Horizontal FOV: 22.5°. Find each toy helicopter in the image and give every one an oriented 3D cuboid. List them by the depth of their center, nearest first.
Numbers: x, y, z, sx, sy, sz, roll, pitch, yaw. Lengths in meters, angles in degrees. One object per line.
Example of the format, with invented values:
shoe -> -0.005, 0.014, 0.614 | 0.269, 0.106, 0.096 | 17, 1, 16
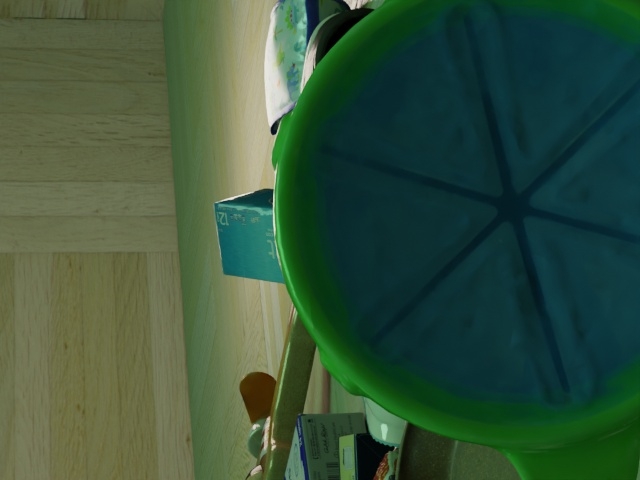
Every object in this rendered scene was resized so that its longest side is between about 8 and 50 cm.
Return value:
toy helicopter -> -0.040, 0.212, 1.883 | 0.235, 0.140, 0.355 | -104, 26, -83

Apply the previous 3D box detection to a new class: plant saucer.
plant saucer -> 0.118, 0.132, 1.028 | 0.198, 0.036, 0.198 | -41, 39, 45

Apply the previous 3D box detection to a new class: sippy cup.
sippy cup -> 0.092, -0.007, 0.867 | 0.224, 0.240, 0.305 | 98, -166, -84

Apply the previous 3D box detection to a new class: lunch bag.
lunch bag -> -0.011, -0.187, 1.693 | 0.151, 0.096, 0.129 | 94, 174, -80

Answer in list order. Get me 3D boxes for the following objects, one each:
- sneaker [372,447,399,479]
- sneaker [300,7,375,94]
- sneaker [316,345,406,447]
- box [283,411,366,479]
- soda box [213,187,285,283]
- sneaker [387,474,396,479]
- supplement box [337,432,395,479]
sneaker -> 0.076, 0.210, 1.340 | 0.064, 0.067, 0.175 | -64, -6, 0
sneaker -> 0.022, -0.080, 1.483 | 0.147, 0.105, 0.295 | 136, 138, -82
sneaker -> 0.057, 0.085, 1.388 | 0.228, 0.087, 0.092 | -127, 39, -59
box -> 0.009, 0.266, 1.662 | 0.137, 0.072, 0.126 | 101, 165, -48
soda box -> 0.000, 0.000, 1.424 | 0.210, 0.067, 0.071 | 7, 109, 47
sneaker -> 0.106, 0.233, 1.074 | 0.223, 0.098, 0.083 | -109, 21, -60
supplement box -> 0.052, 0.218, 1.474 | 0.083, 0.056, 0.083 | 140, 129, -76
